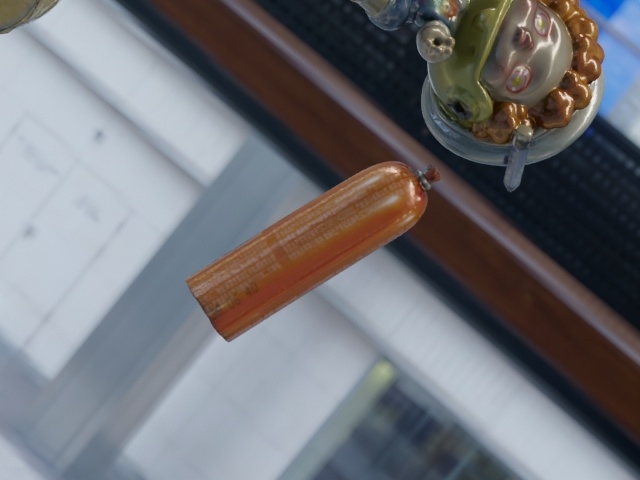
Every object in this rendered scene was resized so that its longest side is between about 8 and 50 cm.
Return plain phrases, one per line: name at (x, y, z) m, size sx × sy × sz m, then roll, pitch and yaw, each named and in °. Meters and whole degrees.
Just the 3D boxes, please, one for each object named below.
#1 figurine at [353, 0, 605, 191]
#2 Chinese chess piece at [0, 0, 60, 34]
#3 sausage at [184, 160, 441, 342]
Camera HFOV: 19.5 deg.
figurine at (0.158, -0.255, 2.121) m, size 0.382 × 0.224 × 0.205 m, roll 47°, pitch -25°, yaw -27°
Chinese chess piece at (-0.382, -0.352, 2.050) m, size 0.257 × 0.257 × 0.104 m, roll 39°, pitch 42°, yaw -1°
sausage at (0.000, 0.000, 2.133) m, size 0.093 × 0.312 × 0.093 m, roll 58°, pitch -1°, yaw 2°
